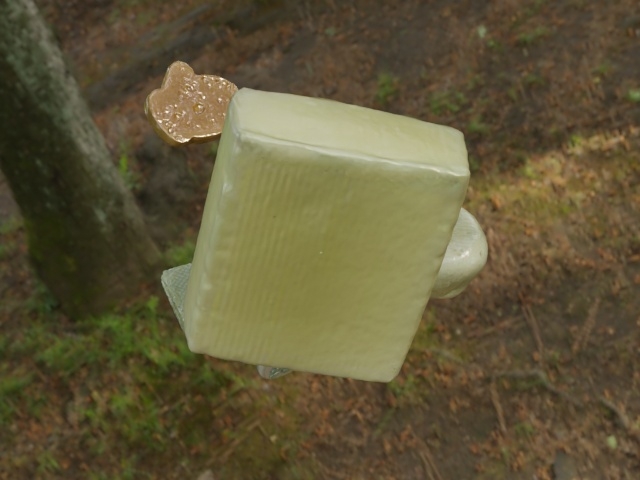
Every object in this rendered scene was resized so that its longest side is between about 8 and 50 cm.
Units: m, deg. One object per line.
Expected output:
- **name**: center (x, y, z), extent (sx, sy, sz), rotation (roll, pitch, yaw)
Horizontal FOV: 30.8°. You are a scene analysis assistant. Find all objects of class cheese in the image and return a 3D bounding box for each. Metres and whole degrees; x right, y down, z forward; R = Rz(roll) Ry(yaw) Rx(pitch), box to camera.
- **cheese**: center (0.000, 0.000, 1.178), extent (0.242, 0.266, 0.124), rotation (12, 33, -7)

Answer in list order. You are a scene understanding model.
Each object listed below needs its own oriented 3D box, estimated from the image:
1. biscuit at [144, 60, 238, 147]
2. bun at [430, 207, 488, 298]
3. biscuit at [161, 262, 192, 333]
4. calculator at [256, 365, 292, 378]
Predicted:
- **biscuit**: center (-0.168, -0.180, 1.518), extent (0.140, 0.118, 0.023), rotation (-15, -18, -34)
- **bun**: center (0.165, 0.022, 1.929), extent (0.231, 0.133, 0.231), rotation (0, 33, 0)
- **biscuit**: center (-0.105, 0.061, 1.568), extent (0.199, 0.041, 0.121), rotation (-13, 41, -17)
- **calculator**: center (-0.028, 0.164, 2.145), extent (0.184, 0.295, 0.042), rotation (-20, 63, -35)
